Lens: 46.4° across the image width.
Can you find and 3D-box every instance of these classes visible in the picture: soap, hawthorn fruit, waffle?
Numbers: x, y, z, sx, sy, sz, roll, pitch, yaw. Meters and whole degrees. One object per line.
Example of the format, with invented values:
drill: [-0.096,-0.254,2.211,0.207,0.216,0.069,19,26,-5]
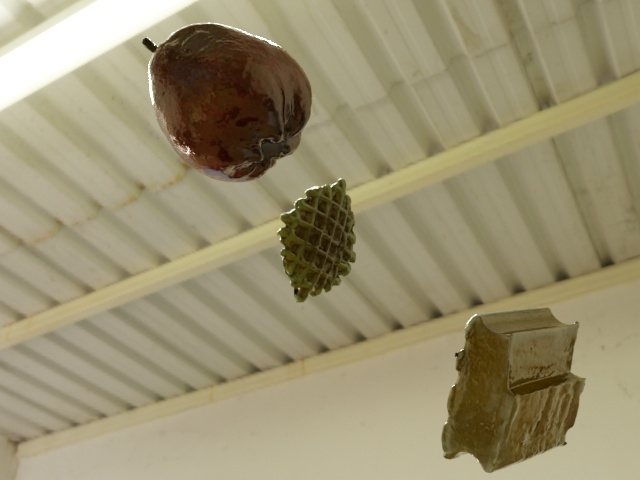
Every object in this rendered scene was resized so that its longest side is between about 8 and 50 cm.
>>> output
soap: [0.344,0.252,1.310,0.143,0.259,0.281,14,9,43]
hawthorn fruit: [-0.146,-0.212,1.072,0.261,0.224,0.224,41,-43,10]
waffle: [0.000,0.000,1.445,0.054,0.208,0.214,7,-61,37]
